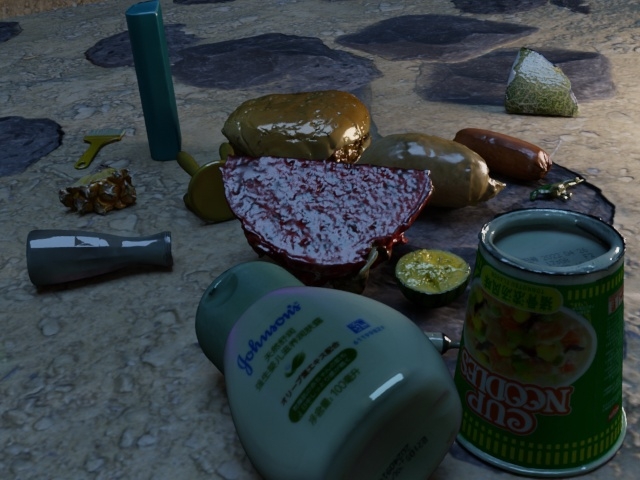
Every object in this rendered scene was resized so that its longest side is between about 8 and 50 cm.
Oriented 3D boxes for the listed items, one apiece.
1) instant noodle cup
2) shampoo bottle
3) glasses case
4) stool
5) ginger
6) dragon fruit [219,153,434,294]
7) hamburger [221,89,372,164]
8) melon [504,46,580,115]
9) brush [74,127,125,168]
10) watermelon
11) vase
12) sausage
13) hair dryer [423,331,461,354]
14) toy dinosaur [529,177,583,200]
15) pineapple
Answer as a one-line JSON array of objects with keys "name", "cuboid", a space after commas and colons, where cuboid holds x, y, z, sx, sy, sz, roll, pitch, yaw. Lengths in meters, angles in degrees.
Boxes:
[{"name": "instant noodle cup", "cuboid": [0.237, 0.095, 0.859, 0.206, 0.233, 0.207, -3, 28, 2]}, {"name": "shampoo bottle", "cuboid": [-0.019, 0.138, 0.881, 0.222, 0.151, 0.349, -48, 40, -6]}, {"name": "glasses case", "cuboid": [-0.334, -0.320, 1.614, 0.070, 0.301, 0.117, -8, 28, -3]}, {"name": "stool", "cuboid": [-0.189, -0.103, 1.401, 0.134, 0.135, 0.110, 33, 9, -30]}, {"name": "ginger", "cuboid": [0.173, -0.109, 1.341, 0.267, 0.152, 0.138, -8, -1, 3]}, {"name": "dragon fruit", "cuboid": [0.000, 0.000, 1.179, 0.316, 0.152, 0.205, 7, 50, 2]}, {"name": "hamburger", "cuboid": [-0.045, -0.207, 1.538, 0.283, 0.145, 0.260, -5, 31, 11]}, {"name": "melon", "cuboid": [0.466, -0.318, 1.748, 0.139, 0.093, 0.203, -34, 64, 0]}, {"name": "brush", "cuboid": [-0.485, -0.198, 1.714, 0.083, 0.011, 0.205, 0, 30, 5]}, {"name": "watermelon", "cuboid": [0.156, 0.058, 1.112, 0.105, 0.062, 0.106, -2, 37, 2]}, {"name": "vase", "cuboid": [-0.337, 0.020, 1.236, 0.213, 0.086, 0.086, -4, 29, -9]}, {"name": "sausage", "cuboid": [0.333, -0.159, 1.468, 0.076, 0.076, 0.197, -27, 38, -35]}, {"name": "hair dryer", "cuboid": [0.108, 0.127, 1.020, 0.197, 0.057, 0.100, 5, 29, -1]}, {"name": "toy dinosaur", "cuboid": [0.416, -0.095, 1.392, 0.119, 0.029, 0.060, -27, 25, -36]}, {"name": "pineapple", "cuboid": [-0.409, -0.099, 1.465, 0.137, 0.069, 0.116, -9, 30, -6]}]
